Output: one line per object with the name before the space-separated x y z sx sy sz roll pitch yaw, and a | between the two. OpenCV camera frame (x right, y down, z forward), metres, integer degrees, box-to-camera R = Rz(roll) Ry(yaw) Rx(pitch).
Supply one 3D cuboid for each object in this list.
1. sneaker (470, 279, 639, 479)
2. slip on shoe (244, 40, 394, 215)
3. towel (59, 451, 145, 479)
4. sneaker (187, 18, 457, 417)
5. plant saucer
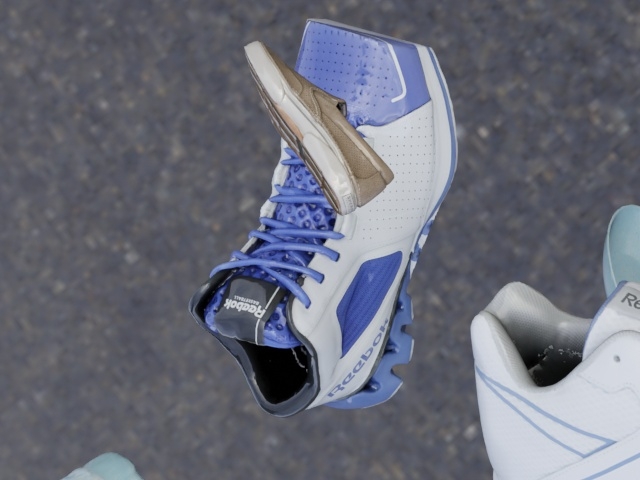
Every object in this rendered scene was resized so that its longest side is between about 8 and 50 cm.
sneaker | 0.168 0.080 0.718 0.297 0.111 0.129 -2 118 45
slip on shoe | -0.003 -0.076 1.119 0.135 0.041 0.051 56 170 31
towel | -0.264 0.358 1.391 0.090 0.320 0.374 38 147 25
sneaker | 0.000 0.001 1.335 0.127 0.182 0.315 14 108 28
plant saucer | 0.305 0.062 1.616 0.037 0.195 0.195 -31 96 34
